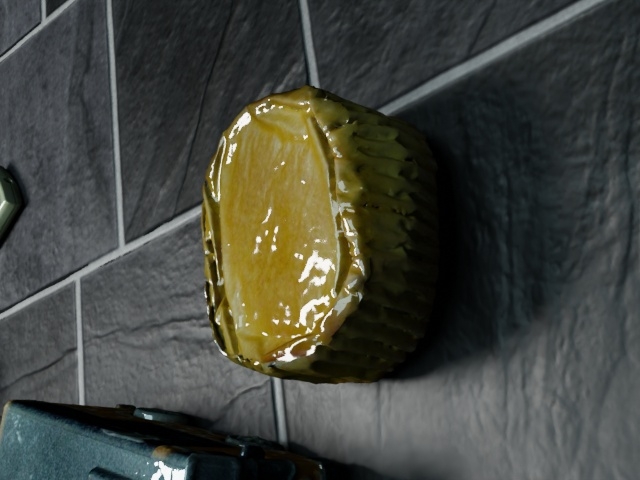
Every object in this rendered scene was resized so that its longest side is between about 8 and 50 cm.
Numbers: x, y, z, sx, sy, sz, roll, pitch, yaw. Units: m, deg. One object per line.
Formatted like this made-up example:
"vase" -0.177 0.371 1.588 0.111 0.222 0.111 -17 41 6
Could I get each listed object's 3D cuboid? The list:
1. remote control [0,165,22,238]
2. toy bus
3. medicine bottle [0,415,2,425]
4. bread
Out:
"remote control" -0.510 0.002 1.400 0.233 0.038 0.098 -52 50 19
"toy bus" -0.159 0.246 0.895 0.323 0.194 0.161 3 81 44
"medicine bottle" -0.413 0.275 1.060 0.170 0.293 0.170 -11 74 41
"bread" 0.000 0.000 0.849 0.227 0.142 0.253 -16 72 39
